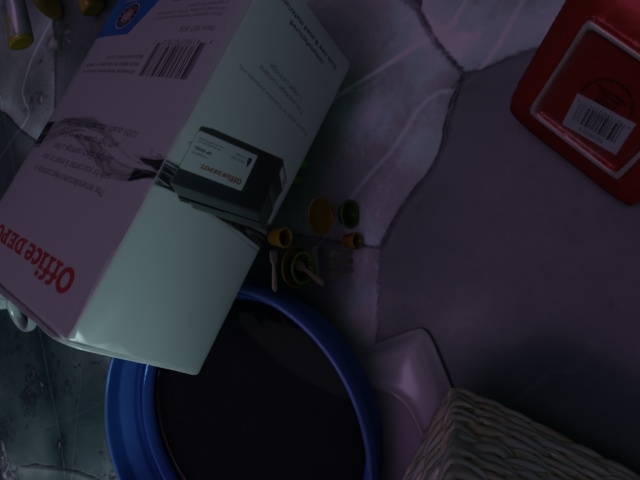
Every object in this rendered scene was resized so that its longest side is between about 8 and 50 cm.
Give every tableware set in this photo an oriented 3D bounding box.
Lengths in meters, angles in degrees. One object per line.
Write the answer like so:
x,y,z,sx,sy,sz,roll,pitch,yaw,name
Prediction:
0.000,0.000,0.594,0.024,0.154,0.104,0,95,41,tableware set

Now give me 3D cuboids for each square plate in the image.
0.044,0.327,0.644,0.347,0.049,0.344,-27,80,28,square plate

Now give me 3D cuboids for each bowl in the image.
-0.104,0.239,0.637,0.390,0.077,0.392,3,96,26,bowl

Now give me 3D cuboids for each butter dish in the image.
0.280,-0.143,0.451,0.160,0.118,0.160,46,153,19,butter dish

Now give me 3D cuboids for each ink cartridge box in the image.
-0.187,-0.091,0.586,0.285,0.166,0.395,18,78,40,ink cartridge box

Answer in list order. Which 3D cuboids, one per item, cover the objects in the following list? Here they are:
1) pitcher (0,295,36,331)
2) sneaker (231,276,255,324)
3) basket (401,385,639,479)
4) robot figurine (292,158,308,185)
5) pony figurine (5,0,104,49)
-0.568,0.079,0.957,0.207,0.125,0.178,-25,101,39,pitcher
-0.141,0.144,0.738,0.082,0.069,0.210,39,114,43,sneaker
0.172,0.356,0.402,0.331,0.266,0.329,25,105,8,basket
-0.072,-0.113,0.678,0.115,0.067,0.101,29,104,26,robot figurine
-0.468,-0.544,0.798,0.350,0.302,0.364,-17,99,38,pony figurine
